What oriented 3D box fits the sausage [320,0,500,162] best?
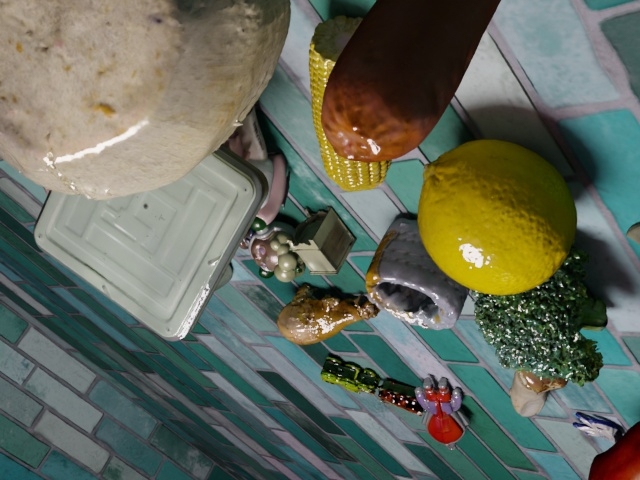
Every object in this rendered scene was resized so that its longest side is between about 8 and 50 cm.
[{"bbox_3d":[0.085,-0.174,0.721,0.113,0.259,0.114,21,147,14],"label":"sausage"}]

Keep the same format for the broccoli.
[{"bbox_3d":[0.324,0.096,1.075,0.194,0.220,0.194,-13,146,-9],"label":"broccoli"}]

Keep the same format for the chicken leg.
[{"bbox_3d":[0.015,0.134,1.493,0.207,0.101,0.085,-16,135,27],"label":"chicken leg"}]

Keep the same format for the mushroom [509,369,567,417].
[{"bbox_3d":[0.370,0.251,1.370,0.084,0.071,0.209,-8,150,0],"label":"mushroom"}]

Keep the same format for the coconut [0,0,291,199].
[{"bbox_3d":[-0.206,-0.228,0.824,0.346,0.360,0.347,3,111,8],"label":"coconut"}]

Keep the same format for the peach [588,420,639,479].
[{"bbox_3d":[0.569,0.414,1.152,0.388,0.388,0.388,22,152,13],"label":"peach"}]

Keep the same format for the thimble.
[{"bbox_3d":[0.150,0.050,1.181,0.151,0.118,0.127,23,152,9],"label":"thimble"}]

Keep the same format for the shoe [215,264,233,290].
[{"bbox_3d":[-0.235,0.033,1.584,0.078,0.079,0.195,57,173,26],"label":"shoe"}]

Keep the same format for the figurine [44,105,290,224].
[{"bbox_3d":[-0.248,-0.104,1.175,0.361,0.253,0.211,10,164,18],"label":"figurine"}]

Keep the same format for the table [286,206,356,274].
[{"bbox_3d":[0.000,0.000,1.280,0.062,0.079,0.083,-1,138,41],"label":"table"}]

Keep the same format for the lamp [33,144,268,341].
[{"bbox_3d":[-0.230,-0.039,1.046,0.266,0.047,0.269,34,110,9],"label":"lamp"}]

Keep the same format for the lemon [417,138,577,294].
[{"bbox_3d":[0.202,-0.029,0.940,0.203,0.178,0.178,33,152,-10],"label":"lemon"}]

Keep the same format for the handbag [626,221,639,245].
[{"bbox_3d":[0.522,0.034,0.819,0.315,0.109,0.253,38,148,-4],"label":"handbag"}]

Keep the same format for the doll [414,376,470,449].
[{"bbox_3d":[0.257,0.368,1.652,0.102,0.075,0.228,-3,131,22],"label":"doll"}]

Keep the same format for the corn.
[{"bbox_3d":[0.036,-0.156,0.973,0.093,0.093,0.244,17,149,21],"label":"corn"}]

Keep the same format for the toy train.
[{"bbox_3d":[0.118,0.321,1.735,0.249,0.053,0.085,19,159,16],"label":"toy train"}]

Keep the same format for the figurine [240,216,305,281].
[{"bbox_3d":[-0.104,0.005,1.370,0.197,0.093,0.147,18,139,22],"label":"figurine"}]

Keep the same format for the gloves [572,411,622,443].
[{"bbox_3d":[0.499,0.337,1.433,0.086,0.026,0.064,6,143,45],"label":"gloves"}]
